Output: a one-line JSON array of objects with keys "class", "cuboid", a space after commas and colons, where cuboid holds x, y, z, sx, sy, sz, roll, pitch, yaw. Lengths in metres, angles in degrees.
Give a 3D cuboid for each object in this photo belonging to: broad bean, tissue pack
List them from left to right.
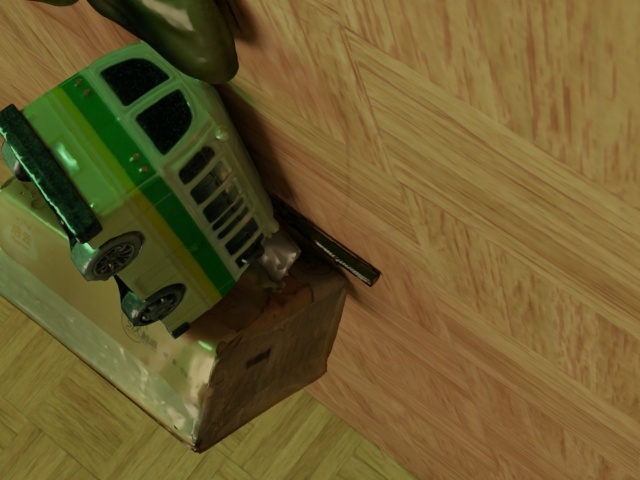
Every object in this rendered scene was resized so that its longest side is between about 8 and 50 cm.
[{"class": "broad bean", "cuboid": [-0.136, -0.171, 0.820, 0.206, 0.072, 0.153, 26, 170, 9]}, {"class": "tissue pack", "cuboid": [-0.143, 0.011, 1.312, 0.305, 0.238, 0.238, 35, 169, 25]}]

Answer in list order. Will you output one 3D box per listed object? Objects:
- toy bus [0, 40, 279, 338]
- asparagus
[{"class": "toy bus", "cuboid": [-0.131, -0.037, 1.079, 0.134, 0.164, 0.276, 52, 176, 20]}, {"class": "asparagus", "cuboid": [0.000, 0.000, 1.199, 0.127, 0.015, 0.018, 36, 149, 16]}]
